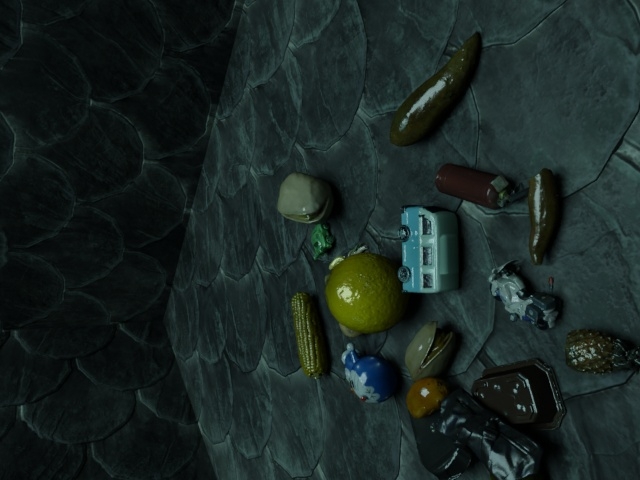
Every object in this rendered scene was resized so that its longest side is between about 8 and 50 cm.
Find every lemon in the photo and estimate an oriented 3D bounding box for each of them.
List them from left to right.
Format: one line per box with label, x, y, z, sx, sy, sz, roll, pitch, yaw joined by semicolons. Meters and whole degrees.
lemon;0.157;0.174;1.788;0.293;0.293;0.293;-2;87;57

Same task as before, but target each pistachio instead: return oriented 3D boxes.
pistachio;-0.060;-0.162;2.184;0.332;0.226;0.207;45;163;56
pistachio;0.331;0.342;1.649;0.130;0.131;0.206;26;119;9

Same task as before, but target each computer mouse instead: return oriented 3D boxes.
computer mouse;0.366;0.573;1.628;0.168;0.087;0.295;-52;31;27

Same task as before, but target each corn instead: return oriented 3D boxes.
corn;-0.046;0.389;2.238;0.120;0.120;0.363;-35;62;52

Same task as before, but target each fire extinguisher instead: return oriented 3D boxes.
fire extinguisher;0.449;-0.151;1.516;0.269;0.105;0.104;29;113;54

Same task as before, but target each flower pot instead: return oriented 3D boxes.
flower pot;0.498;0.416;1.428;0.251;0.084;0.178;-35;60;52

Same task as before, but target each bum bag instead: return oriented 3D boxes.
bum bag;0.419;0.500;1.386;0.137;0.074;0.310;-54;36;-5

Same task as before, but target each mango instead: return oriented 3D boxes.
mango;0.310;0.469;1.610;0.105;0.084;0.159;37;113;1

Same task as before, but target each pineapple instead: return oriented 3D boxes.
pineapple;0.648;0.249;1.202;0.198;0.108;0.108;-5;85;45

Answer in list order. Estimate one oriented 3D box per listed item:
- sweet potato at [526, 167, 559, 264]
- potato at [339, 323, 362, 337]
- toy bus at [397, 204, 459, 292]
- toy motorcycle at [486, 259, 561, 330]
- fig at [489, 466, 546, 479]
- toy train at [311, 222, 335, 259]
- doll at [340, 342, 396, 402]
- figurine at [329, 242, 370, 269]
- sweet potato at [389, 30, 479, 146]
sweet potato;0.559;-0.060;1.364;0.077;0.077;0.243;10;106;57
potato;0.123;0.292;1.993;0.112;0.112;0.147;44;118;49
toy bus;0.336;0.024;1.648;0.165;0.133;0.271;0;91;52
toy motorcycle;0.517;0.134;1.403;0.221;0.102;0.150;41;144;53
fig;0.511;0.608;1.369;0.133;0.127;0.185;-57;38;19
toy train;0.000;0.000;2.211;0.099;0.081;0.149;-51;49;45
doll;0.152;0.467;1.896;0.215;0.161;0.257;65;161;-10
figurine;0.110;0.071;2.054;0.187;0.083;0.083;-33;62;41
sweet potato;0.347;-0.439;1.660;0.422;0.131;0.130;-51;48;34
